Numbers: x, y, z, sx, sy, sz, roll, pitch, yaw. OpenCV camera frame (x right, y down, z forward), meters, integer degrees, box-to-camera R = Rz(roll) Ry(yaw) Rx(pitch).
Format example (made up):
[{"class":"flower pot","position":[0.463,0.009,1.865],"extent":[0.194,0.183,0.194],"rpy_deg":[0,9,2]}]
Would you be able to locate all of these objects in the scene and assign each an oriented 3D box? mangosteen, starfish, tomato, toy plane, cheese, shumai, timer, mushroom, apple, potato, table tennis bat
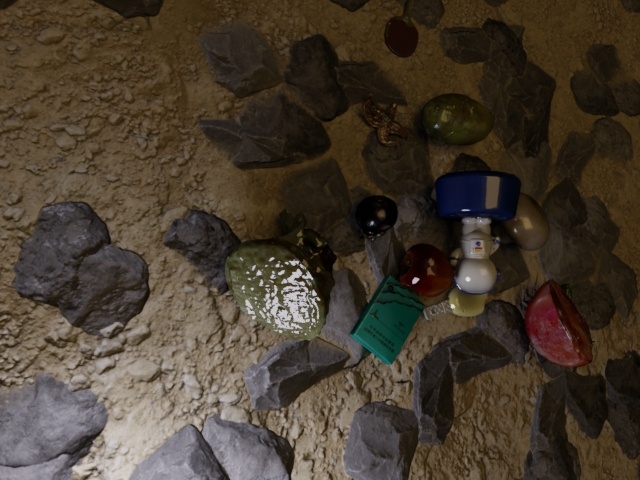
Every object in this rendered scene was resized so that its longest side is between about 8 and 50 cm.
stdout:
[{"class":"mangosteen","position":[0.171,-0.065,1.589],"extent":[0.137,0.137,0.151],"rpy_deg":[-7,118,-25]},{"class":"starfish","position":[0.217,-0.397,1.711],"extent":[0.209,0.053,0.150],"rpy_deg":[28,83,-21]},{"class":"tomato","position":[0.801,0.300,1.770],"extent":[0.309,0.170,0.309],"rpy_deg":[37,34,-30]},{"class":"toy plane","position":[0.002,-0.001,1.547],"extent":[0.084,0.024,0.078],"rpy_deg":[5,60,-23]},{"class":"cheese","position":[0.446,0.210,1.692],"extent":[0.255,0.050,0.127],"rpy_deg":[-17,88,-25]},{"class":"shumai","position":[-0.062,0.084,1.428],"extent":[0.330,0.292,0.288],"rpy_deg":[59,29,-11]},{"class":"timer","position":[0.500,-0.017,1.656],"extent":[0.270,0.270,0.384],"rpy_deg":[6,85,-23]},{"class":"mushroom","position":[0.694,-0.063,1.794],"extent":[0.226,0.178,0.226],"rpy_deg":[34,41,-37]},{"class":"apple","position":[0.340,0.095,1.612],"extent":[0.158,0.147,0.156],"rpy_deg":[18,41,-12]},{"class":"potato","position":[0.475,-0.418,1.773],"extent":[0.298,0.141,0.176],"rpy_deg":[2,93,-31]},{"class":"table tennis bat","position":[0.297,-0.760,1.819],"extent":[0.131,0.022,0.234],"rpy_deg":[19,75,-19]}]

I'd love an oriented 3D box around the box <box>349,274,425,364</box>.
[{"class":"box","position":[0.211,0.245,1.584],"extent":[0.161,0.042,0.226],"rpy_deg":[40,68,-13]}]

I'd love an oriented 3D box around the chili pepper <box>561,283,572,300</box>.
[{"class":"chili pepper","position":[0.912,0.220,1.907],"extent":[0.055,0.035,0.118],"rpy_deg":[23,82,-6]}]
